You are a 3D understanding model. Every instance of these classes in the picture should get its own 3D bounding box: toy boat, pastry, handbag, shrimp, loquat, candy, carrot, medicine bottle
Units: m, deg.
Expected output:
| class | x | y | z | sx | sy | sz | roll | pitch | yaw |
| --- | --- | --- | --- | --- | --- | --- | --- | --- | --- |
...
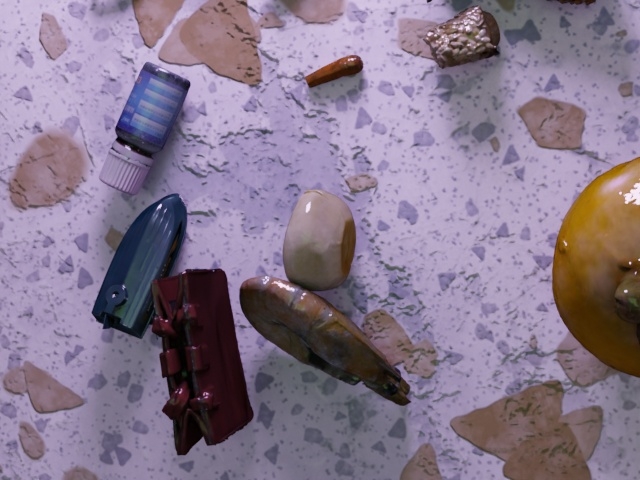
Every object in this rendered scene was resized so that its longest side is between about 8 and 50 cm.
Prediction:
| class | x | y | z | sx | sy | sz | roll | pitch | yaw |
| --- | --- | --- | --- | --- | --- | --- | --- | --- | --- |
| toy boat | -0.274 | 0.036 | 1.919 | 0.093 | 0.103 | 0.246 | 18 | 79 | 22 |
| pastry | 0.000 | 0.000 | 1.834 | 0.092 | 0.156 | 0.156 | 4 | 91 | 12 |
| handbag | -0.176 | 0.168 | 1.803 | 0.084 | 0.275 | 0.260 | -9 | 90 | 7 |
| shrimp | 0.006 | 0.160 | 1.862 | 0.317 | 0.168 | 0.077 | 40 | 59 | -11 |
| loquat | 0.471 | 0.045 | 1.676 | 0.328 | 0.359 | 0.328 | 9 | 108 | 30 |
| candy | 0.215 | -0.301 | 1.834 | 0.110 | 0.095 | 0.085 | -22 | 91 | 13 |
| carrot | 0.022 | -0.263 | 1.896 | 0.093 | 0.032 | 0.032 | -19 | 87 | 12 |
| medicine bottle | -0.278 | -0.174 | 1.914 | 0.083 | 0.083 | 0.203 | 24 | 94 | 8 |

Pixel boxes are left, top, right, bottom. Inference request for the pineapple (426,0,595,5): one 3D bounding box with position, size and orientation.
| class | x | y | z | sx | sy | sz | roll | pitch | yaw |
| --- | --- | --- | --- | --- | --- | --- | --- | --- | --- |
| pineapple | 0.279 | -0.406 | 1.810 | 0.277 | 0.119 | 0.130 | 7 | 84 | 9 |
